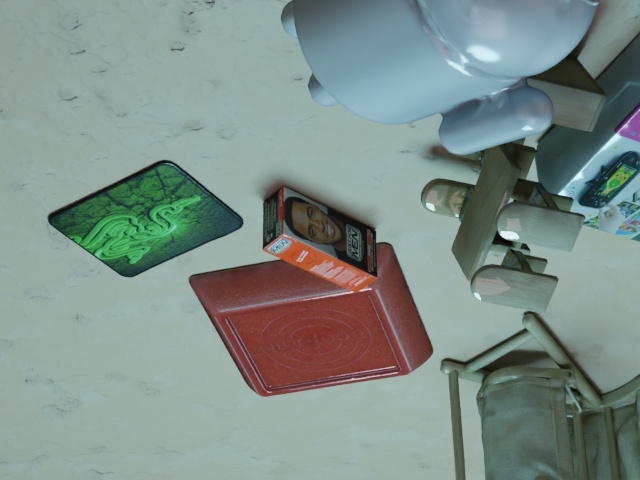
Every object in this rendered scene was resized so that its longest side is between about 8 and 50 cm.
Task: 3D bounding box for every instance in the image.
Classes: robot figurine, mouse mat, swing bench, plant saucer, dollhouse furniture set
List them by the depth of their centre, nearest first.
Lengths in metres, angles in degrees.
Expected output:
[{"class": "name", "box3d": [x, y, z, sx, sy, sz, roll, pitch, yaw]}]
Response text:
[{"class": "robot figurine", "box3d": [0.113, -0.227, 1.654, 0.200, 0.300, 0.353, -29, -173, -37]}, {"class": "dollhouse furniture set", "box3d": [0.171, -0.080, 1.896, 0.161, 0.212, 0.242, 11, 115, -18]}, {"class": "mouse mat", "box3d": [-0.205, -0.022, 2.124, 0.190, 0.007, 0.152, -23, 138, 28]}, {"class": "plant saucer", "box3d": [-0.007, 0.114, 2.279, 0.258, 0.047, 0.259, -10, 143, 11]}, {"class": "swing bench", "box3d": [0.303, 0.274, 2.330, 0.255, 0.253, 0.165, 29, 134, -33]}]

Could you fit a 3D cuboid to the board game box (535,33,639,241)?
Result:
[{"class": "board game box", "box3d": [0.423, -0.089, 1.979, 0.303, 0.097, 0.224, 15, 140, -22]}]

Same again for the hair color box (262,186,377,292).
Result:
[{"class": "hair color box", "box3d": [0.000, 0.000, 2.104, 0.141, 0.072, 0.043, 24, 137, -31]}]
